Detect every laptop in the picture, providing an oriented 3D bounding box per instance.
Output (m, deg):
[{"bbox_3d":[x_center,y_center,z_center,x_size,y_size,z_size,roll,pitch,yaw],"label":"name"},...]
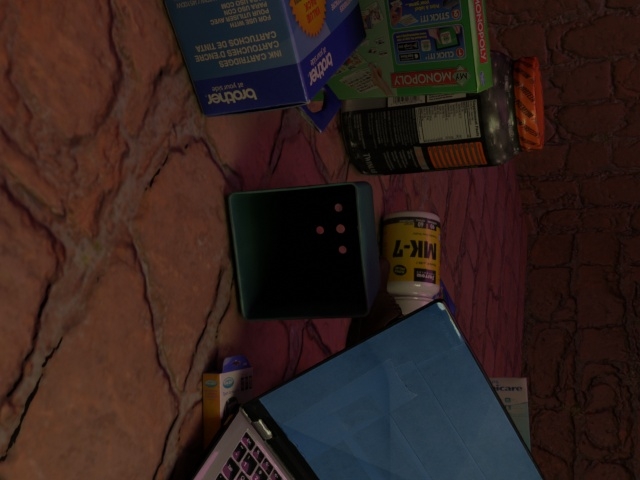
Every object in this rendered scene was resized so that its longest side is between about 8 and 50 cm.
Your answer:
[{"bbox_3d":[0.057,0.351,0.796,0.381,0.236,0.408,58,41,-20],"label":"laptop"}]

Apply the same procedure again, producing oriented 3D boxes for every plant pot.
[{"bbox_3d":[0.000,0.000,0.986,0.234,0.166,0.165,-31,116,-73],"label":"plant pot"}]

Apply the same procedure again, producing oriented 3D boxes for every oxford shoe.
[{"bbox_3d":[0.115,0.127,1.315,0.083,0.096,0.227,53,39,-51],"label":"oxford shoe"}]

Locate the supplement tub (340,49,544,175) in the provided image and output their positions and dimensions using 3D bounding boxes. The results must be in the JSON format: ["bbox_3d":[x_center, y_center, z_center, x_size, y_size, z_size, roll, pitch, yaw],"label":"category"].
[{"bbox_3d":[0.224,-0.230,1.300,0.207,0.338,0.207,-3,90,-68],"label":"supplement tub"}]

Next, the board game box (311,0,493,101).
[{"bbox_3d":[0.083,-0.310,1.010,0.046,0.317,0.213,-29,116,-42],"label":"board game box"}]

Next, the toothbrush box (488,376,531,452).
[{"bbox_3d":[0.399,0.478,1.564,0.295,0.126,0.216,-76,158,-45],"label":"toothbrush box"}]

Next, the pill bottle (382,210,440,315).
[{"bbox_3d":[0.184,0.052,1.454,0.119,0.119,0.208,29,61,-64],"label":"pill bottle"}]

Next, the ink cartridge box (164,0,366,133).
[{"bbox_3d":[-0.068,-0.327,0.869,0.270,0.151,0.395,-60,143,-52],"label":"ink cartridge box"}]

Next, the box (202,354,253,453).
[{"bbox_3d":[-0.110,0.208,0.859,0.081,0.028,0.136,10,76,-67],"label":"box"}]

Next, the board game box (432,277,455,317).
[{"bbox_3d":[0.230,0.262,1.593,0.233,0.078,0.346,53,41,-54],"label":"board game box"}]
